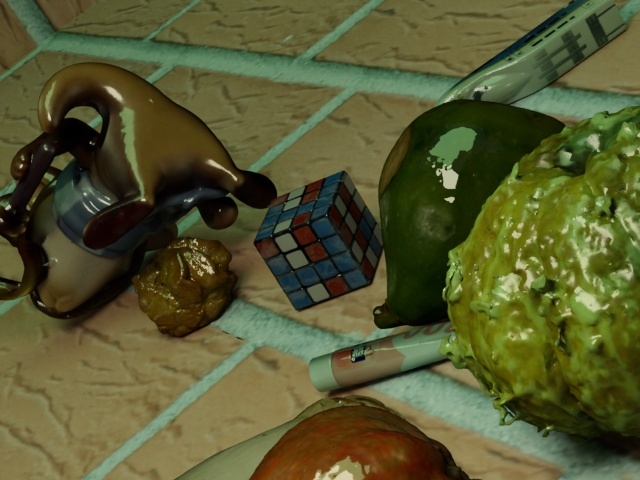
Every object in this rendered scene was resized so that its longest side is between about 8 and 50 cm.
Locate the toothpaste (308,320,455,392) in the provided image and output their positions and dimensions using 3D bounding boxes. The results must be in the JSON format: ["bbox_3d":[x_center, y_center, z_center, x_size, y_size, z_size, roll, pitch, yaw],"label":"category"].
[{"bbox_3d":[0.086,0.098,1.762,0.205,0.036,0.056,-17,25,24],"label":"toothpaste"}]

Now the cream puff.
[{"bbox_3d":[-0.147,0.043,2.097,0.116,0.094,0.122,-43,29,-19],"label":"cream puff"}]

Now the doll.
[{"bbox_3d":[-0.242,-0.038,2.184,0.340,0.318,0.209,-42,33,54],"label":"doll"}]

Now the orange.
[{"bbox_3d":[0.235,0.014,1.501,0.301,0.223,0.300,-11,25,42],"label":"orange"}]

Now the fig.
[{"bbox_3d":[0.136,-0.014,1.783,0.245,0.195,0.195,-66,20,11],"label":"fig"}]

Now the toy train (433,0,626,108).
[{"bbox_3d":[0.227,-0.191,2.144,0.234,0.052,0.051,-35,27,-7],"label":"toy train"}]

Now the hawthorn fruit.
[{"bbox_3d":[0.009,0.249,1.357,0.262,0.210,0.210,-50,23,2],"label":"hawthorn fruit"}]

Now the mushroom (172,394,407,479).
[{"bbox_3d":[-0.084,0.247,1.509,0.397,0.177,0.126,-37,66,-16],"label":"mushroom"}]

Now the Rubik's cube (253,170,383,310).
[{"bbox_3d":[0.000,0.000,1.993,0.092,0.092,0.092,-21,25,24],"label":"Rubik's cube"}]
